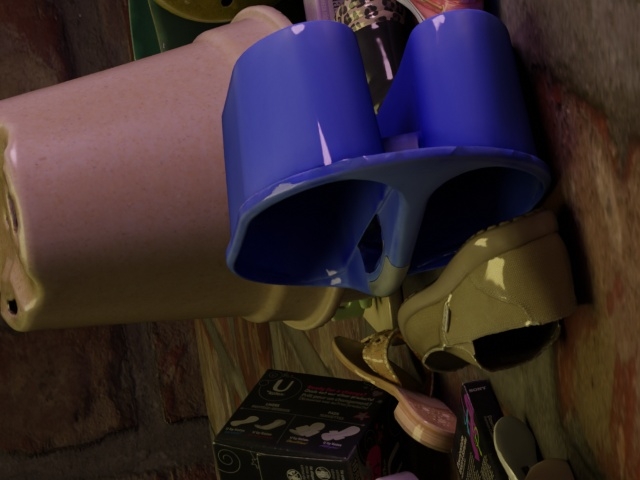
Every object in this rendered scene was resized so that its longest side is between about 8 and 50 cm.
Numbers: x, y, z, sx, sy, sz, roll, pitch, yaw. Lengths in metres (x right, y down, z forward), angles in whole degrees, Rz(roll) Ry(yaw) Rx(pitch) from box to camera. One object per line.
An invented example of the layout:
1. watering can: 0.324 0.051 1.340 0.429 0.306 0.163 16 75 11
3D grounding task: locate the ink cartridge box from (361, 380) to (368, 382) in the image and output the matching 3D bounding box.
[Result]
1. ink cartridge box: 0.024 0.269 2.105 0.082 0.139 0.191 -115 18 -56

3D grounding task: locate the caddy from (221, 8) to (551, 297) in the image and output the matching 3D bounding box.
1. caddy: 0.045 -0.046 1.434 0.341 0.241 0.179 115 149 -73

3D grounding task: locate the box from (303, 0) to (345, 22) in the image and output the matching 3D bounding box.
1. box: 0.028 -0.183 1.835 0.067 0.063 0.324 -150 50 -74

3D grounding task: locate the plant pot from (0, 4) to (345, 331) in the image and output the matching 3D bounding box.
1. plant pot: -0.175 -0.048 1.782 0.334 0.305 0.334 169 90 -68

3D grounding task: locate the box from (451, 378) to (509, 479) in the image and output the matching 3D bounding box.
1. box: 0.161 0.224 1.659 0.116 0.029 0.162 94 161 -50

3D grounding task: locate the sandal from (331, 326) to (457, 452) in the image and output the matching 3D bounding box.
1. sandal: 0.093 0.126 1.851 0.079 0.088 0.240 -65 30 13

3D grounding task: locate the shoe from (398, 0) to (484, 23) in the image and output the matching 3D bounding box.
1. shoe: 0.090 -0.229 1.487 0.178 0.063 0.081 -120 22 -44

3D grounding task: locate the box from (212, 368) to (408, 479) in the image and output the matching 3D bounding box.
1. box: 0.004 0.281 1.946 0.142 0.163 0.247 -53 -39 -49

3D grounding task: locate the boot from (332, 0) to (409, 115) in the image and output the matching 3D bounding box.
1. boot: 0.054 -0.117 1.731 0.236 0.085 0.179 113 148 -67

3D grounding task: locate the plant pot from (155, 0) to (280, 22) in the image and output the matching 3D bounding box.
1. plant pot: -0.161 -0.412 1.937 0.353 0.366 0.367 50 151 46

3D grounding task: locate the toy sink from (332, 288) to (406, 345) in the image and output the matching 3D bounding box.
1. toy sink: 0.000 0.000 1.981 0.153 0.131 0.234 -133 34 -71

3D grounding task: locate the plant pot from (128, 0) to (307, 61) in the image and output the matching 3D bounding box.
1. plant pot: -0.104 -0.193 2.150 0.290 0.195 0.290 169 90 -79

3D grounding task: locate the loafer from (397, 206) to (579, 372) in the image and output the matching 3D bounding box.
1. loafer: 0.133 0.063 1.439 0.268 0.102 0.092 112 138 -68

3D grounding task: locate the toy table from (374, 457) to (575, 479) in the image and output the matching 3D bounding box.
1. toy table: 0.156 0.291 1.400 0.252 0.160 0.274 103 153 -64

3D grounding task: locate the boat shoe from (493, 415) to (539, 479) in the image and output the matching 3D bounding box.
1. boat shoe: 0.174 0.199 1.554 0.035 0.035 0.100 100 150 -55
